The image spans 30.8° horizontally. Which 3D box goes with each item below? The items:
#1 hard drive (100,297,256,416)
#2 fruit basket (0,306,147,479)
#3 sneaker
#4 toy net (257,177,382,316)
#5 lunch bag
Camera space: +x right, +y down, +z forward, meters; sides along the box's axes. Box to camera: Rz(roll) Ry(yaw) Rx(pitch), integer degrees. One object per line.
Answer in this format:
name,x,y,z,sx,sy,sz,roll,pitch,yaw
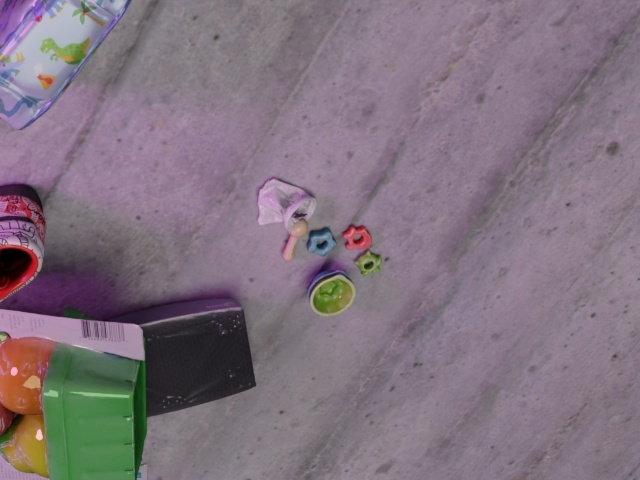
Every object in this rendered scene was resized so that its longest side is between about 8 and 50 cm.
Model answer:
hard drive,-0.226,0.166,1.622,0.254,0.054,0.172,-13,128,-8
fruit basket,-0.398,0.199,1.500,0.352,0.165,0.327,8,129,4
sneaker,-0.459,0.024,1.383,0.270,0.145,0.090,-17,128,-6
toy net,0.000,0.000,1.584,0.122,0.045,0.232,-30,128,5
lunch bag,-0.292,-0.236,1.235,0.090,0.176,0.219,34,107,-29
